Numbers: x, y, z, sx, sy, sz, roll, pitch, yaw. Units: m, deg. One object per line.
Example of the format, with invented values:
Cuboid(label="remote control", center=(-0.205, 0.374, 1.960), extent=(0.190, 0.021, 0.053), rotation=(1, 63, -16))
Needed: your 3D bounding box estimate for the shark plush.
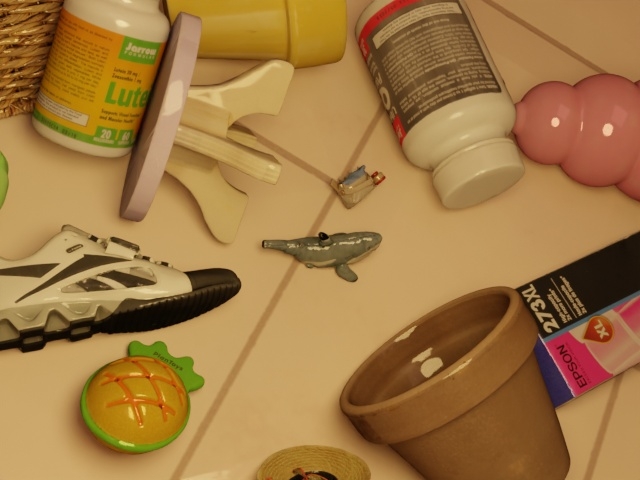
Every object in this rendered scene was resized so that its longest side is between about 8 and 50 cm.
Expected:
Cuboid(label="shark plush", center=(0.000, 0.000, 1.399), extent=(0.161, 0.067, 0.073), rotation=(14, 61, -14))

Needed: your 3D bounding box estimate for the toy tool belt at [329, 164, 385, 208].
Cuboid(label="toy tool belt", center=(0.053, -0.088, 1.474), extent=(0.051, 0.052, 0.083), rotation=(49, 58, -2))

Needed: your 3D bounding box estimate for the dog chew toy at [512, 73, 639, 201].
Cuboid(label="dog chew toy", center=(0.458, -0.170, 1.589), extent=(0.332, 0.206, 0.206), rotation=(8, 62, -8))

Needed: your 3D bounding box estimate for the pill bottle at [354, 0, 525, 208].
Cuboid(label="pill bottle", center=(0.183, -0.216, 1.514), extent=(0.176, 0.176, 0.318), rotation=(-11, 69, -25))

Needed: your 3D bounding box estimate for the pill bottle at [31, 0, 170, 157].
Cuboid(label="pill bottle", center=(-0.274, -0.242, 1.303), extent=(0.136, 0.245, 0.136), rotation=(19, 18, -6))

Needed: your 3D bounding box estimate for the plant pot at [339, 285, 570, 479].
Cuboid(label="plant pot", center=(0.191, 0.223, 1.274), extent=(0.263, 0.263, 0.229), rotation=(-38, 99, -31))

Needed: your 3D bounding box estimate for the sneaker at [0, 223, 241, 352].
Cuboid(label="sneaker", center=(-0.261, 0.040, 1.249), extent=(0.331, 0.122, 0.146), rotation=(-6, 69, -24))

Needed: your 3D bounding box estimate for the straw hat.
Cuboid(label="straw hat", center=(-0.011, 0.309, 1.239), extent=(0.145, 0.144, 0.061), rotation=(-5, 107, -23))

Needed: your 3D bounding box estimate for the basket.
Cuboid(label="basket", center=(-0.452, -0.303, 1.371), extent=(0.299, 0.223, 0.213), rotation=(-21, 40, -28))

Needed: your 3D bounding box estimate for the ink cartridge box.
Cuboid(label="ink cartridge box", center=(0.382, 0.123, 1.487), extent=(0.371, 0.069, 0.175), rotation=(-22, 74, -26))

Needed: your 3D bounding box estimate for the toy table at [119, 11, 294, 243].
Cuboid(label="toy table", center=(-0.147, -0.138, 1.324), extent=(0.161, 0.274, 0.252), rotation=(16, 23, -18))

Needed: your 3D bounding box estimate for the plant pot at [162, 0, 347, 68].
Cuboid(label="plant pot", center=(-0.106, -0.360, 1.456), extent=(0.239, 0.254, 0.254), rotation=(-12, 68, -8))

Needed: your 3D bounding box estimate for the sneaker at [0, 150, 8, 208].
Cuboid(label="sneaker", center=(-0.602, -0.099, 1.144), extent=(0.483, 0.202, 0.185), rotation=(-5, 66, -23))

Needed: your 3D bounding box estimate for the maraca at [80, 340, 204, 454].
Cuboid(label="maraca", center=(-0.211, 0.183, 1.214), extent=(0.127, 0.099, 0.185), rotation=(31, 33, 1))
